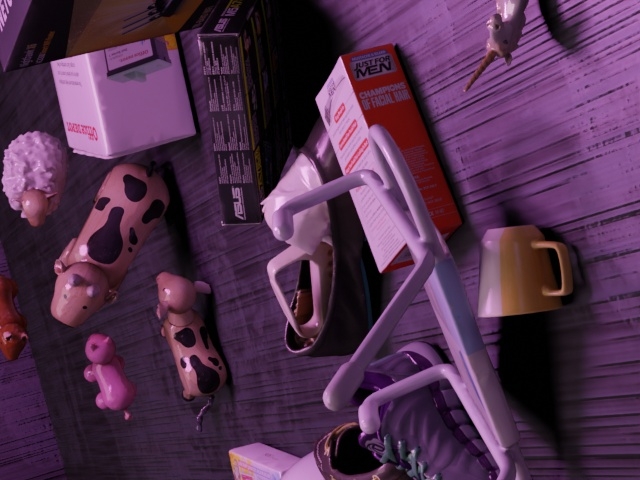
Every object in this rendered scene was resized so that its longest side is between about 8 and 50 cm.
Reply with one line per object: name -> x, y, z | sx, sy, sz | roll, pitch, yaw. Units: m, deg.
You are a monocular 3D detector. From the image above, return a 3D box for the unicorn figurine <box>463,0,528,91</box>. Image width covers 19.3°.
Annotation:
unicorn figurine -> 0.122, -0.199, 1.286 | 0.111, 0.060, 0.162 | 98, 167, -51

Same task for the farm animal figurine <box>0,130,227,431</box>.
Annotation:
farm animal figurine -> -0.256, 0.046, 2.337 | 0.172, 0.330, 0.327 | 146, 137, -73

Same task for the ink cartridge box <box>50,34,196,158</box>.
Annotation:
ink cartridge box -> -0.253, -0.248, 2.234 | 0.201, 0.117, 0.278 | -164, 61, -69

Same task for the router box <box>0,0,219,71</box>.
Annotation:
router box -> -0.186, -0.266, 1.825 | 0.309, 0.243, 0.081 | 143, 111, -71

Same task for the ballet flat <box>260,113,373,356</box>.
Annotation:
ballet flat -> 0.000, 0.000, 1.723 | 0.095, 0.096, 0.280 | -130, 31, -50

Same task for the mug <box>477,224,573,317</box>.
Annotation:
mug -> 0.150, 0.021, 1.382 | 0.062, 0.078, 0.064 | -4, -92, -71

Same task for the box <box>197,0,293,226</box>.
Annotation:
box -> -0.067, -0.136, 1.762 | 0.184, 0.045, 0.191 | -67, -25, -60

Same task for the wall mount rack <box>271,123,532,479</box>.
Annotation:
wall mount rack -> 0.066, 0.104, 1.405 | 0.304, 0.130, 0.350 | -116, 2, -63

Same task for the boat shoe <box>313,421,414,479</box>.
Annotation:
boat shoe -> 0.045, 0.200, 1.746 | 0.069, 0.081, 0.228 | 51, 165, -18

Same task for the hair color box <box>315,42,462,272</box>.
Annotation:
hair color box -> 0.055, -0.068, 1.575 | 0.093, 0.053, 0.167 | 126, 126, -67

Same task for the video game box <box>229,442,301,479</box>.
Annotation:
video game box -> -0.040, 0.338, 2.188 | 0.205, 0.048, 0.187 | -177, 71, -71

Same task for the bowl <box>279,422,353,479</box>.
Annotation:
bowl -> 0.015, 0.344, 1.897 | 0.298, 0.134, 0.298 | 165, 90, -71

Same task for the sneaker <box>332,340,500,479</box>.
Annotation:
sneaker -> 0.090, 0.191, 1.604 | 0.083, 0.098, 0.224 | 96, 153, -48
